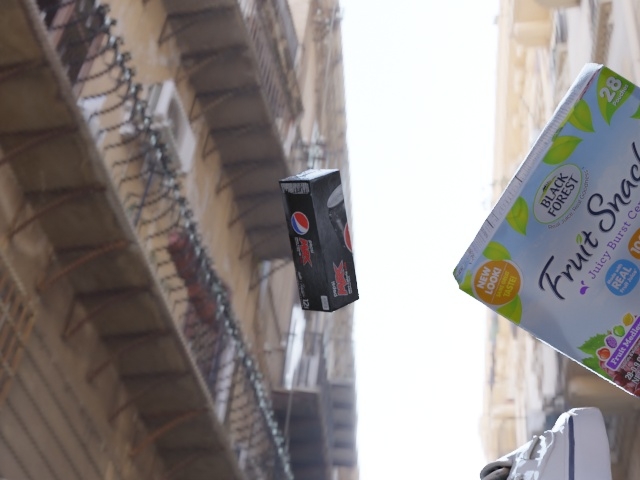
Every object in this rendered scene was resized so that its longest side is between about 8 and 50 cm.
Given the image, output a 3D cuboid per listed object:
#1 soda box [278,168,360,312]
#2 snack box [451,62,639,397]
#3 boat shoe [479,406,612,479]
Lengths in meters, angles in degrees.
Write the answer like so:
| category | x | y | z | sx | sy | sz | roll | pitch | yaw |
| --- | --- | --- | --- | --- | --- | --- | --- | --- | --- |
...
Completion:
| category | x | y | z | sx | sy | sz | roll | pitch | yaw |
| --- | --- | --- | --- | --- | --- | --- | --- | --- | --- |
| soda box | 0.000 | 0.000 | 1.389 | 0.053 | 0.060 | 0.169 | 3 | -72 | 43 |
| snack box | 0.233 | -0.009 | 0.902 | 0.174 | 0.070 | 0.207 | 32 | -82 | -4 |
| boat shoe | 0.145 | 0.174 | 0.739 | 0.088 | 0.267 | 0.096 | -2 | -81 | 12 |
